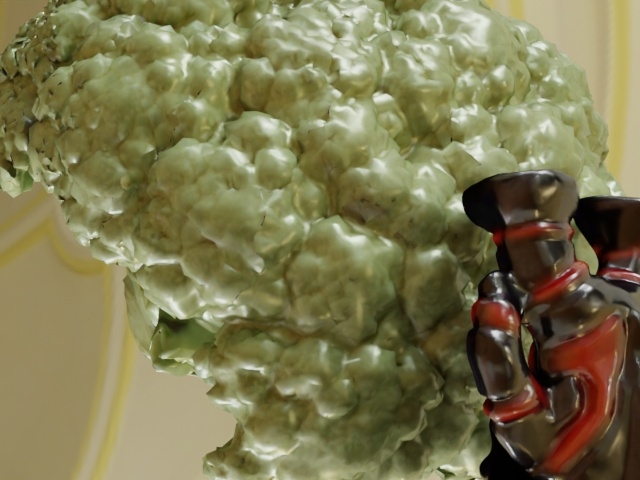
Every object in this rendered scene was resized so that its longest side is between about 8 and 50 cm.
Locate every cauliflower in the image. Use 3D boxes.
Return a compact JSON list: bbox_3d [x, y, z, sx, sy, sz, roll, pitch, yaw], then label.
[{"bbox_3d":[0.000,0.000,0.620,0.250,0.272,0.275,-36,-104,54],"label":"cauliflower"}]

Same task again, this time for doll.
[{"bbox_3d":[0.092,0.102,0.488,0.088,0.127,0.249,143,-55,-73],"label":"doll"}]
